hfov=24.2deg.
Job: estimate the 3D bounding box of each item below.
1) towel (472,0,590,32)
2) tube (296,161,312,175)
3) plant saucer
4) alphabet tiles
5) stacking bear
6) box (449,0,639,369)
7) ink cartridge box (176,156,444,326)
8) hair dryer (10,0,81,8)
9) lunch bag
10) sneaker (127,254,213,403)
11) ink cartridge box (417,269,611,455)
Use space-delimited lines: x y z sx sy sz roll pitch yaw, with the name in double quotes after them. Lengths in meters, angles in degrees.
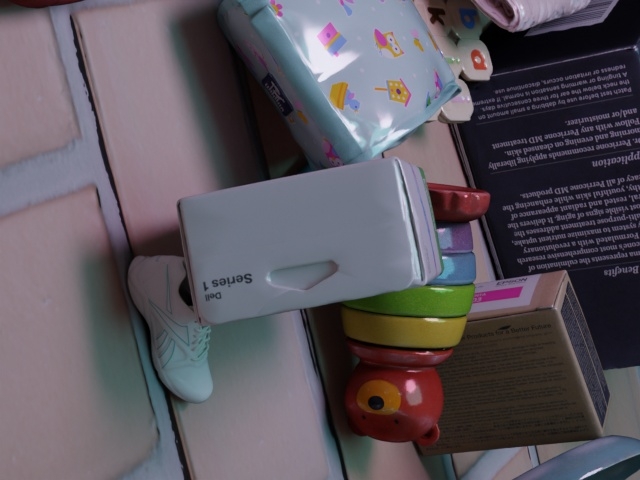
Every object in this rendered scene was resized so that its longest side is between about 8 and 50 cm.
0.217 -0.419 2.009 0.317 0.053 0.332 51 29 7 "towel"
-0.011 -0.044 1.633 0.207 0.052 0.080 -49 133 -62 "tube"
0.248 0.310 1.762 0.317 0.317 0.043 6 51 -61 "plant saucer"
0.115 -0.285 1.900 0.278 0.021 0.284 -6 79 -48 "alphabet tiles"
0.090 0.081 1.646 0.164 0.175 0.289 -11 107 -74 "stacking bear"
0.438 -0.123 2.232 0.480 0.297 0.471 -50 127 -55 "box"
0.000 0.000 1.386 0.278 0.201 0.117 -5 84 -82 "ink cartridge box"
-0.211 -0.300 1.240 0.223 0.080 0.293 -60 151 -19 "hair dryer"
0.013 -0.188 1.557 0.223 0.160 0.262 58 26 -5 "lunch bag"
-0.125 0.082 1.368 0.053 0.061 0.152 -52 128 -56 "sneaker"
0.203 0.148 1.769 0.193 0.235 0.088 68 29 -24 "ink cartridge box"
